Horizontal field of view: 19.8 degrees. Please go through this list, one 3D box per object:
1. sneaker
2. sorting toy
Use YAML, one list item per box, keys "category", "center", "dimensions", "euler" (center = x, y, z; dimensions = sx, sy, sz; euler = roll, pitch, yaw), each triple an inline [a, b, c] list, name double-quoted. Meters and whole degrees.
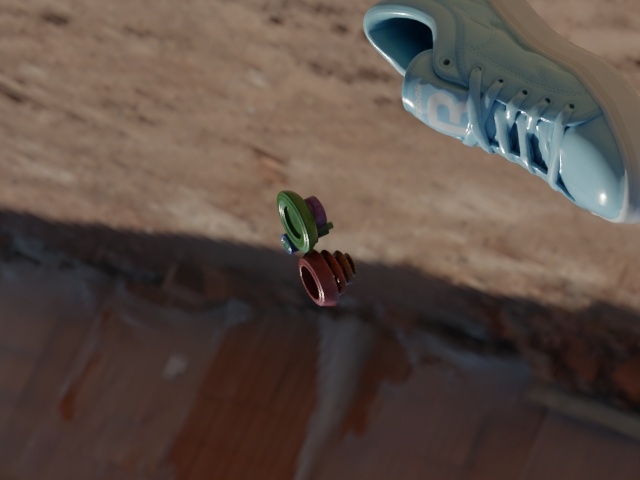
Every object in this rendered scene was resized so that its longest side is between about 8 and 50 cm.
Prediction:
- category: "sneaker"
  center: [0.155, -0.115, 1.607]
  dimensions: [0.366, 0.150, 0.135]
  euler: [-130, 28, -48]
- category: "sorting toy"
  center: [0.000, 0.000, 1.424]
  dimensions: [0.061, 0.042, 0.102]
  euler: [30, 140, 61]
